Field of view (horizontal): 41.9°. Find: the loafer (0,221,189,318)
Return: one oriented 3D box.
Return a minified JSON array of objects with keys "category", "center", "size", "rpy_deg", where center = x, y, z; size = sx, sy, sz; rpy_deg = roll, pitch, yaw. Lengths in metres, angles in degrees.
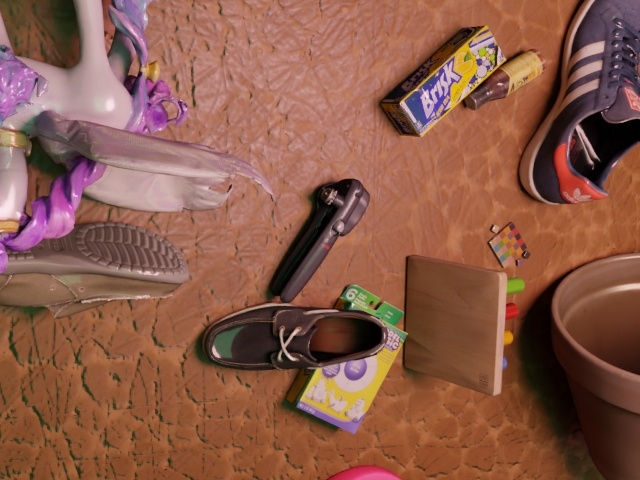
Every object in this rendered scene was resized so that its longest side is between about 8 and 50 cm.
[{"category":"loafer","center":[-0.275,0.035,0.943],"size":[0.251,0.094,0.087],"rpy_deg":[5,126,-22]}]

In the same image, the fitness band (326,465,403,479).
[{"category":"fitness band","center":[0.072,0.460,1.183],"size":[0.209,0.054,0.291],"rpy_deg":[-26,107,-19]}]

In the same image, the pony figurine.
[{"category":"pony figurine","center":[-0.240,-0.132,0.845],"size":[0.350,0.303,0.364],"rpy_deg":[0,84,-17]}]

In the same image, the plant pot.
[{"category":"plant pot","center":[0.502,0.215,1.226],"size":[0.323,0.323,0.280],"rpy_deg":[-21,122,-21]}]

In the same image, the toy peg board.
[{"category":"toy peg board","center":[0.200,0.107,1.133],"size":[0.079,0.161,0.161],"rpy_deg":[-7,101,-39]}]

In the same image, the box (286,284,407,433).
[{"category":"box","center":[0.043,0.158,1.126],"size":[0.105,0.043,0.179],"rpy_deg":[30,84,-25]}]

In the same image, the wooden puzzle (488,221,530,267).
[{"category":"wooden puzzle","center":[0.275,0.007,1.228],"size":[0.049,0.006,0.083],"rpy_deg":[-40,112,-14]}]

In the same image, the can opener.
[{"category":"can opener","center":[0.000,0.000,1.070],"size":[0.073,0.059,0.186],"rpy_deg":[38,82,-26]}]

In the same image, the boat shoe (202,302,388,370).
[{"category":"boat shoe","center":[-0.032,0.121,1.044],"size":[0.233,0.079,0.084],"rpy_deg":[-2,90,-5]}]

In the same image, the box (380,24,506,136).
[{"category":"box","center":[0.164,-0.212,1.114],"size":[0.169,0.054,0.059],"rpy_deg":[-43,113,-14]}]

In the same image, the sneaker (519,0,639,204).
[{"category":"sneaker","center":[0.413,-0.210,1.178],"size":[0.131,0.148,0.350],"rpy_deg":[19,90,-26]}]

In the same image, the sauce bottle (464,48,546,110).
[{"category":"sauce bottle","center":[0.256,-0.221,1.164],"size":[0.128,0.042,0.042],"rpy_deg":[-33,111,-14]}]
